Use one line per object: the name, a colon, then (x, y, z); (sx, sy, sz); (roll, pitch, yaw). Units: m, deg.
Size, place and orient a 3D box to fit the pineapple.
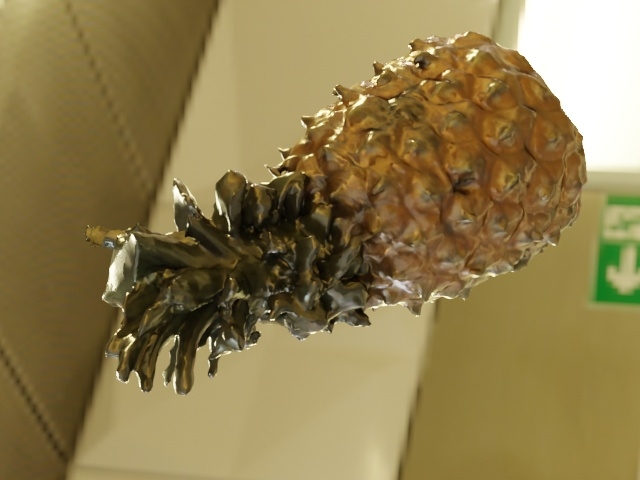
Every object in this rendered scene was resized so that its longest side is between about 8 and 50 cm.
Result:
pineapple: (0.000, 0.000, 1.192); (0.340, 0.169, 0.169); (-31, -49, -28)
